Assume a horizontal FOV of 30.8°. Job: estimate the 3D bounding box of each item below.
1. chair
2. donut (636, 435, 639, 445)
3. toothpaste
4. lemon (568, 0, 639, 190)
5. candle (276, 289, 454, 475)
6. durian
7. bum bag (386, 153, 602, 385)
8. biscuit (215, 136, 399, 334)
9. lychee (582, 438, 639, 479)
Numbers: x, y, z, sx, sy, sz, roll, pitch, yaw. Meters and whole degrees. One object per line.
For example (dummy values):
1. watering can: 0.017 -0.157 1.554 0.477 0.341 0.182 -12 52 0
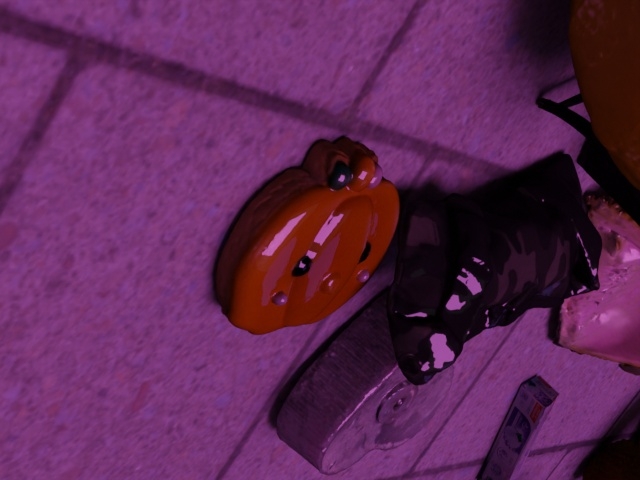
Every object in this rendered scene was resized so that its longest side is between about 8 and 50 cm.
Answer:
1. chair: 0.321 -0.076 1.077 0.260 0.154 0.141 -21 149 -31
2. donut: 0.619 0.437 1.981 0.435 0.164 0.377 116 -5 -65
3. toothpaste: 0.257 0.262 1.516 0.040 0.047 0.196 -19 140 -36
4. lemon: 0.315 -0.148 0.872 0.260 0.260 0.284 -41 113 -13
5. candle: 0.053 0.125 1.058 0.192 0.068 0.168 -14 133 -49
6. durian: 0.388 0.065 1.317 0.185 0.196 0.305 -37 147 -33
7. bum bag: 0.156 0.014 1.024 0.340 0.095 0.144 -19 100 -48
8. biscuit: 0.003 0.003 0.860 0.170 0.050 0.170 -34 148 -25
9. lychee: 0.495 0.400 1.933 0.146 0.114 0.114 -62 153 -13
